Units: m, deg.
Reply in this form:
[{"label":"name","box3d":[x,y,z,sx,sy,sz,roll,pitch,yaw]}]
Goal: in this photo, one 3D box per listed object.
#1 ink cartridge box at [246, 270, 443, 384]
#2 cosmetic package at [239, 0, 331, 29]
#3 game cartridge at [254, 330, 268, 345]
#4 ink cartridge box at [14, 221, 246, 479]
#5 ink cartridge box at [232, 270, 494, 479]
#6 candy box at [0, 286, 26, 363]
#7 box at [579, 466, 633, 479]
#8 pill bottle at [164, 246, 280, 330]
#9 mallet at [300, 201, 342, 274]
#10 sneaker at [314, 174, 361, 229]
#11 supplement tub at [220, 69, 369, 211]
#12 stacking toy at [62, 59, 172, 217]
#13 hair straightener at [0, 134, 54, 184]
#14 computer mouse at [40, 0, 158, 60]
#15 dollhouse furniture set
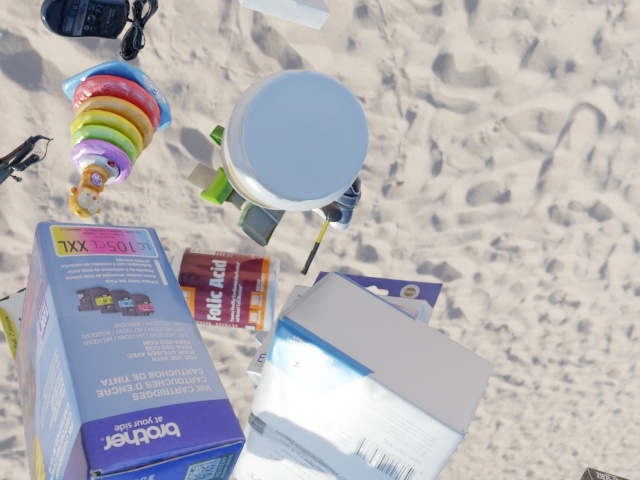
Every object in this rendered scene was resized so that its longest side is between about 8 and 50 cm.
[{"label":"ink cartridge box","box3d":[0.054,0.181,1.200,0.324,0.330,0.071,3,139,33]},{"label":"cosmetic package","box3d":[-0.096,-0.594,1.398,0.239,0.099,0.060,0,145,-40]},{"label":"game cartridge","box3d":[-0.172,0.328,1.849,0.056,0.083,0.017,-45,174,-43]},{"label":"ink cartridge box","box3d":[-0.227,0.201,0.632,0.151,0.395,0.270,-1,129,-36]},{"label":"ink cartridge box","box3d":[0.046,0.293,0.901,0.166,0.285,0.395,-38,153,-51]},{"label":"candy box","box3d":[-0.432,0.131,1.017,0.233,0.159,0.071,-28,162,-8]},{"label":"box","box3d":[0.481,0.432,0.831,0.180,0.147,0.077,15,110,4]},{"label":"pill bottle","box3d":[-0.323,0.137,1.672,0.392,0.224,0.224,6,139,-5]},{"label":"mallet","box3d":[0.000,0.000,1.329,0.039,0.062,0.190,18,100,-21]},{"label":"sneaker","box3d":[0.007,-0.151,1.509,0.086,0.226,0.163,-44,163,-44]},{"label":"supplement tub","box3d":[-0.053,-0.165,0.992,0.228,0.228,0.316,-8,-175,-12]},{"label":"stacking toy","box3d":[-0.394,-0.166,1.038,0.165,0.302,0.175,-13,141,21]},{"label":"hair straightener","box3d":[-0.779,-0.189,1.473,0.230,0.089,0.047,-35,171,-2]},{"label":"computer mouse","box3d":[-0.540,-0.538,1.364,0.272,0.072,0.188,-9,144,-50]},{"label":"dollhouse furniture set","box3d":[-0.220,-0.143,1.601,0.197,0.151,0.301,-57,148,-9]}]
